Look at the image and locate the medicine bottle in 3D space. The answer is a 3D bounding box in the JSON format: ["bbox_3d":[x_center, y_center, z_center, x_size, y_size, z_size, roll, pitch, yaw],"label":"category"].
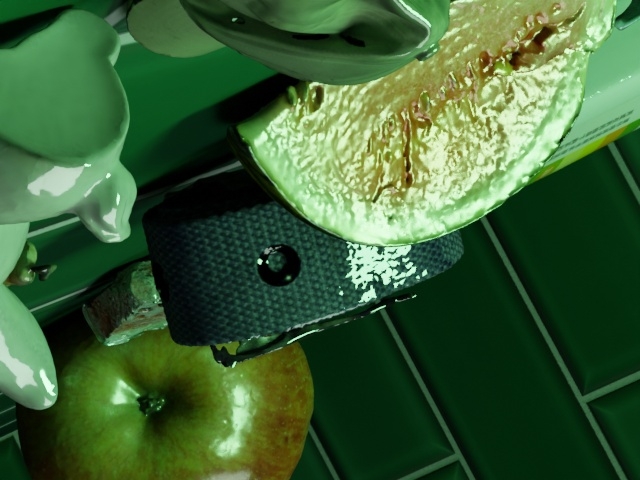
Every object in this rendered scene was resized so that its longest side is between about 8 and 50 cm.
[{"bbox_3d":[0.205,-0.130,1.336,0.324,0.124,0.179,-28,173,-22],"label":"medicine bottle"}]

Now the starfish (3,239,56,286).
[{"bbox_3d":[-0.377,0.122,0.876,0.324,0.082,0.432,-35,175,40],"label":"starfish"}]

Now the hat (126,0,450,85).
[{"bbox_3d":[-0.014,-0.090,0.625,0.122,0.081,0.166,-23,-176,-34],"label":"hat"}]

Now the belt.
[{"bbox_3d":[-0.008,0.005,1.205,0.230,0.126,0.139,-19,-166,-21],"label":"belt"}]

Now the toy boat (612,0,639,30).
[{"bbox_3d":[0.237,-0.181,1.152,0.096,0.034,0.122,-38,-164,39],"label":"toy boat"}]

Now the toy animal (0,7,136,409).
[{"bbox_3d":[-0.143,0.007,0.628,0.131,0.127,0.181,-34,171,-49],"label":"toy animal"}]

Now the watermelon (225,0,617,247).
[{"bbox_3d":[0.070,-0.069,1.089,0.303,0.128,0.159,-27,176,-24],"label":"watermelon"}]

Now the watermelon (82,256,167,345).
[{"bbox_3d":[-0.146,0.039,1.591,0.187,0.071,0.139,-20,171,8],"label":"watermelon"}]

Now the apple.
[{"bbox_3d":[-0.170,0.180,1.772,0.309,0.277,0.250,-36,159,16],"label":"apple"}]
